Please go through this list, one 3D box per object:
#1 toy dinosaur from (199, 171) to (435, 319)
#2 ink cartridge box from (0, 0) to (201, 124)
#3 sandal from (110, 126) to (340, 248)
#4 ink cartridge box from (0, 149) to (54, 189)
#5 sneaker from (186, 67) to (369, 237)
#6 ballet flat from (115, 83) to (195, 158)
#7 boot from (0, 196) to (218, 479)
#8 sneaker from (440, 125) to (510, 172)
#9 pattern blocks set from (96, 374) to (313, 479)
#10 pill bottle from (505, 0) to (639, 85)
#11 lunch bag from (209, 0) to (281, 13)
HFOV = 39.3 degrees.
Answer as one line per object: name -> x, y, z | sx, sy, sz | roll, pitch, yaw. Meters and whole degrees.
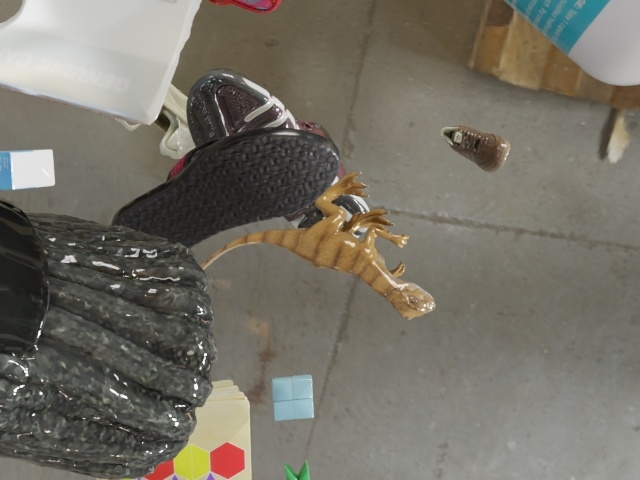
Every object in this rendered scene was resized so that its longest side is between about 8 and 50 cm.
toy dinosaur -> 0.000, 0.000, 0.730 | 0.112, 0.211, 0.064 | -52, 144, -34
ink cartridge box -> -0.169, -0.257, 0.557 | 0.308, 0.091, 0.385 | 15, 73, 7
sandal -> -0.065, -0.036, 0.566 | 0.179, 0.040, 0.067 | -21, 131, 35
ink cartridge box -> -0.531, -0.112, 1.431 | 0.180, 0.104, 0.060 | 0, 98, 21
sneaker -> -0.057, -0.117, 1.043 | 0.106, 0.162, 0.281 | -33, 128, 15
ballet flat -> -0.187, -0.147, 1.062 | 0.248, 0.086, 0.086 | 38, 91, -13
boot -> -0.221, -0.026, 0.408 | 0.260, 0.348, 0.131 | 15, 116, -44
sneaker -> 0.268, -0.165, 1.582 | 0.071, 0.188, 0.066 | 16, 98, -16
pattern blocks set -> -0.168, 0.239, 0.994 | 0.325, 0.026, 0.285 | 6, 98, -7
pill bottle -> 0.125, -0.172, 0.405 | 0.264, 0.146, 0.146 | 44, 88, 6
lunch bag -> -0.181, -0.541, 1.609 | 0.293, 0.120, 0.258 | 21, 137, 2
